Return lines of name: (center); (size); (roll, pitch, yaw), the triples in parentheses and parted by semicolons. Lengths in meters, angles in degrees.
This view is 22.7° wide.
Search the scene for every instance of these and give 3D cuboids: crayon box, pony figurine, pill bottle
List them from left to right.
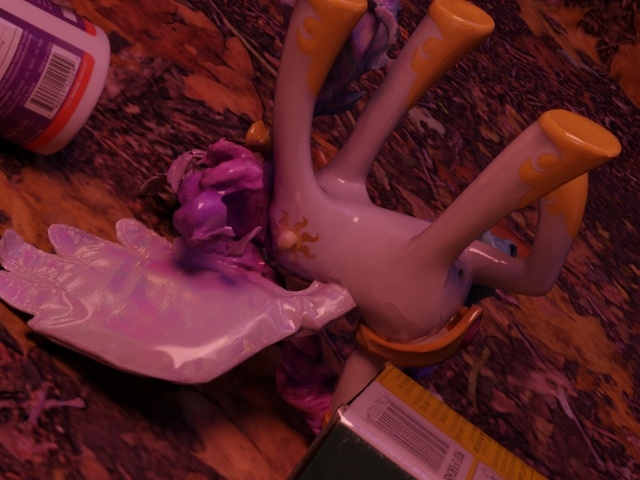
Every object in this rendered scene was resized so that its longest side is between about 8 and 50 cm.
pill bottle: (-0.258, -0.146, 1.149); (0.193, 0.108, 0.108); (26, 30, -32)
pony figurine: (0.000, 0.000, 1.100); (0.351, 0.363, 0.303); (32, 31, 13)
crayon box: (0.130, 0.201, 0.871); (0.318, 0.081, 0.202); (36, 8, 7)
